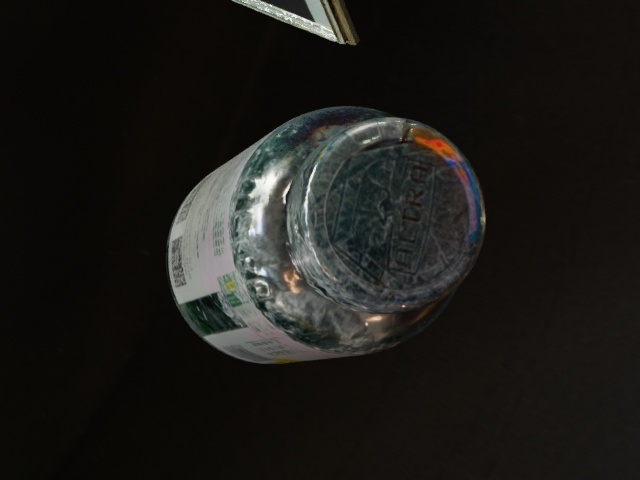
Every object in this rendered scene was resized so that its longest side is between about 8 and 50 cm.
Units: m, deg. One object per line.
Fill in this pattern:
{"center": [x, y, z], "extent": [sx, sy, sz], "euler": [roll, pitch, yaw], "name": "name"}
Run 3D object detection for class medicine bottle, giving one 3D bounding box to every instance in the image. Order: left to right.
{"center": [0.000, 0.000, 0.958], "extent": [0.141, 0.293, 0.141], "euler": [2, 83, -15], "name": "medicine bottle"}

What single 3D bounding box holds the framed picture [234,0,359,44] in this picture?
{"center": [-0.093, -0.265, 1.364], "extent": [0.231, 0.293, 0.018], "euler": [25, 77, 20], "name": "framed picture"}
